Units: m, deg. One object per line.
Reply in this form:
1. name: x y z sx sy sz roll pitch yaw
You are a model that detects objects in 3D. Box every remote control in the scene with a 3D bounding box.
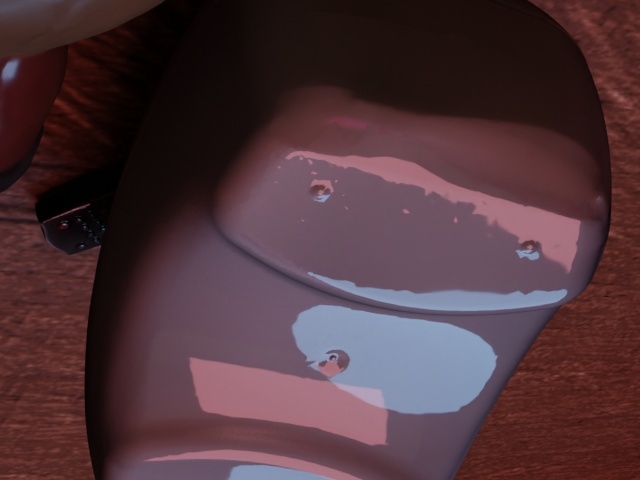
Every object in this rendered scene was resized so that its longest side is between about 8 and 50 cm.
1. remote control: -0.077 -0.044 0.862 0.212 0.028 0.059 -21 154 2

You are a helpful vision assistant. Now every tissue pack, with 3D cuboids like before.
1. tissue pack: 0.000 0.000 0.752 0.229 0.236 0.333 14 126 -17

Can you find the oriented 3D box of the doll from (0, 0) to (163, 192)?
1. doll: -0.154 -0.111 0.541 0.235 0.174 0.330 -5 146 -43
